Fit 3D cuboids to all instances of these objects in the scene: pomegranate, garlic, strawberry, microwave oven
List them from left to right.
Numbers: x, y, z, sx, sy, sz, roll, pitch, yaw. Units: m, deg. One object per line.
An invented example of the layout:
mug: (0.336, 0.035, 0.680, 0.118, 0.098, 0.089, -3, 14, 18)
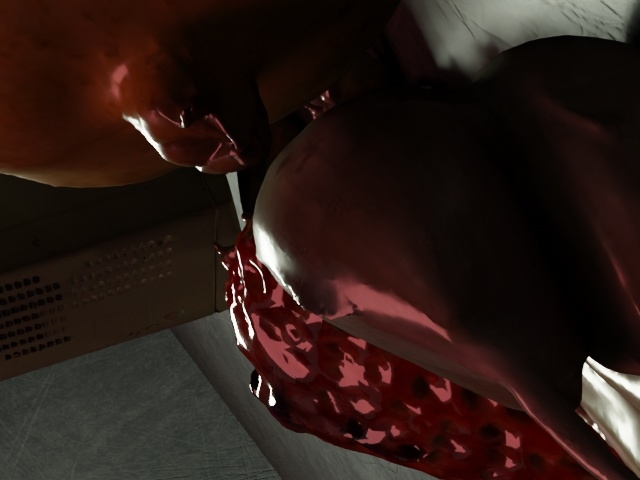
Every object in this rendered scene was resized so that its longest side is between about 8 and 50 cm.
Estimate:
microwave oven: (-0.262, -0.103, 1.539, 0.247, 0.333, 0.394, 94, 156, -63)
pomegranate: (-0.100, -0.161, 0.742, 0.342, 0.342, 0.342, 54, 169, 15)
strawberry: (0.048, 0.071, 1.052, 0.280, 0.150, 0.253, 53, 153, -13)
garlic: (0.099, 0.027, 0.749, 0.237, 0.210, 0.292, 64, 178, -4)

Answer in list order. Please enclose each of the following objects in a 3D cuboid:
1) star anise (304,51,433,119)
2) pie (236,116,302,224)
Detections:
star anise: (0.035, -0.069, 1.117, 0.195, 0.065, 0.182, 51, 168, 39)
pie: (0.000, 0.001, 1.485, 0.273, 0.069, 0.273, 50, 164, 20)
